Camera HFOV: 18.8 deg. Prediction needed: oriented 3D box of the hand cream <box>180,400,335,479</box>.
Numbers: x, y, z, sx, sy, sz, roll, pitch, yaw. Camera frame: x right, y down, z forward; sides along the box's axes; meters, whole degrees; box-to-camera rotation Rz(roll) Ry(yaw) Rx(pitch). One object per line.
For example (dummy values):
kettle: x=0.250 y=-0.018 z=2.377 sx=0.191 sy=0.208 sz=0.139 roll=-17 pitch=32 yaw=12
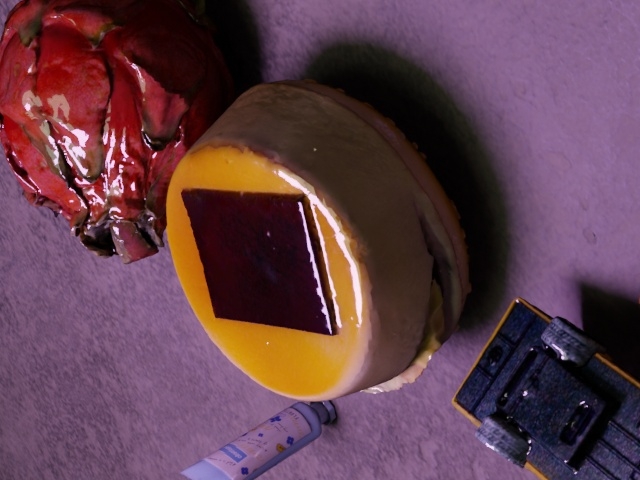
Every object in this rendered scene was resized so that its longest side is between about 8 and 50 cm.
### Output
hand cream: x=-0.057 y=0.209 z=1.950 sx=0.065 sy=0.170 sz=0.043 roll=27 pitch=136 yaw=40

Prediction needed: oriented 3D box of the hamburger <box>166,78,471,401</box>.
hamburger: x=0.000 y=0.000 z=1.722 sx=0.300 sy=0.176 sz=0.300 roll=29 pitch=133 yaw=35

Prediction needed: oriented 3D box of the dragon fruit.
dragon fruit: x=-0.191 y=-0.127 z=1.837 sx=0.244 sy=0.244 sz=0.299 roll=-31 pitch=69 yaw=56

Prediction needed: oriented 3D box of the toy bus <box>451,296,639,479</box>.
toy bus: x=0.227 y=0.159 z=1.492 sx=0.123 sy=0.121 sz=0.335 roll=32 pitch=-176 yaw=-30
